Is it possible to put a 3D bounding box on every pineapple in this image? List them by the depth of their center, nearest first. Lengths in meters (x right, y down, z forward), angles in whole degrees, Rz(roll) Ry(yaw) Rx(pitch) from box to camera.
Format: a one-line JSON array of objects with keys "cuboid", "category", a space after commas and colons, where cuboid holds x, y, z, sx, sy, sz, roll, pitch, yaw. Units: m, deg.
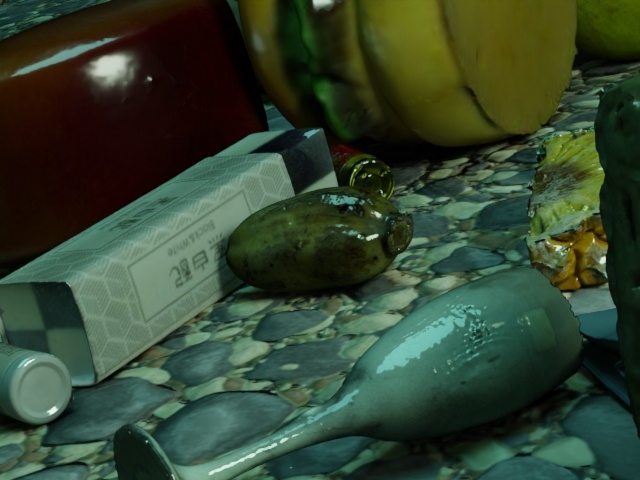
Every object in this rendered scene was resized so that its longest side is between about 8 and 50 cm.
[{"cuboid": [0.243, -0.031, 1.493, 0.135, 0.079, 0.233, -19, 20, 16], "category": "pineapple"}]

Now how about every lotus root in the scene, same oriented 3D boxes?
[{"cuboid": [0.000, 0.000, 1.575, 0.179, 0.089, 0.080, -9, -25, 31], "category": "lotus root"}]

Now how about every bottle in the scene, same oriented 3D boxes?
[{"cuboid": [-0.281, 0.106, 1.500, 0.060, 0.060, 0.217, -25, 20, -33], "category": "bottle"}]

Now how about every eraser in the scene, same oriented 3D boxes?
[{"cuboid": [-0.124, 0.004, 1.643, 0.098, 0.096, 0.404, -4, 20, 34], "category": "eraser"}]

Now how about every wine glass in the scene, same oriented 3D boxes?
[{"cuboid": [0.064, 0.105, 1.102, 0.310, 0.096, 0.264, -21, 9, -26], "category": "wine glass"}]

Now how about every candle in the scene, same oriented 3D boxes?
[{"cuboid": [0.030, -0.067, 1.828, 0.052, 0.052, 0.131, -19, 18, -15], "category": "candle"}]

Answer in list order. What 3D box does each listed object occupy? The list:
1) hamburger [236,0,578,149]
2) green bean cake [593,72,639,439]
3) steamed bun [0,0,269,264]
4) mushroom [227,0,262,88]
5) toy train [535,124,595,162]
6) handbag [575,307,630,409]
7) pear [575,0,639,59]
[{"cuboid": [0.082, -0.268, 1.917, 0.277, 0.395, 0.396, 0, 21, 31], "category": "hamburger"}, {"cuboid": [0.279, 0.019, 0.992, 0.132, 0.241, 0.255, -15, 17, -32], "category": "green bean cake"}, {"cuboid": [-0.212, -0.126, 1.897, 0.379, 0.235, 0.248, -27, 15, -40], "category": "steamed bun"}, {"cuboid": [-0.053, -0.286, 2.417, 0.244, 0.243, 0.243, -13, 16, 4], "category": "mushroom"}, {"cuboid": [0.246, -0.084, 1.736, 0.083, 0.033, 0.053, -12, 21, 7], "category": "toy train"}, {"cuboid": [0.286, 0.050, 1.229, 0.221, 0.057, 0.144, -18, 12, -11], "category": "handbag"}, {"cuboid": [0.333, -0.368, 2.103, 0.375, 0.287, 0.287, 27, 21, -1], "category": "pear"}]
